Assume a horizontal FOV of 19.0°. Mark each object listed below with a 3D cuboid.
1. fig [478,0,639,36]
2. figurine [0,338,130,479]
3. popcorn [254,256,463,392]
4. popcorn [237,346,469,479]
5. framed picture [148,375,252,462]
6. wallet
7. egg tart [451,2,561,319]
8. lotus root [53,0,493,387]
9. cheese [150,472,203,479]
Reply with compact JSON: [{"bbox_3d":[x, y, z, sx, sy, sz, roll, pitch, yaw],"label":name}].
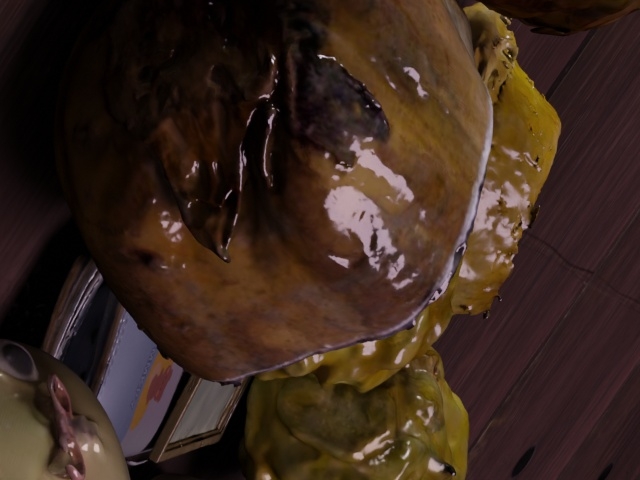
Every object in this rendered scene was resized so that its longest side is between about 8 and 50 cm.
[{"bbox_3d":[0.241,-0.248,1.141,0.286,0.369,0.286,11,90,-69],"label":"fig"},{"bbox_3d":[-0.268,0.130,0.993,0.274,0.226,0.394,-26,152,7],"label":"figurine"},{"bbox_3d":[0.001,0.000,1.231,0.197,0.197,0.155,-50,-170,-10],"label":"popcorn"},{"bbox_3d":[0.041,0.167,1.601,0.233,0.192,0.266,-6,104,-59],"label":"popcorn"},{"bbox_3d":[-0.072,0.099,1.442,0.136,0.010,0.201,-63,171,3],"label":"framed picture"},{"bbox_3d":[-0.132,0.075,1.286,0.170,0.069,0.231,-65,168,1],"label":"wallet"},{"bbox_3d":[0.104,-0.038,1.428,0.295,0.116,0.295,19,90,-87],"label":"egg tart"},{"bbox_3d":[-0.042,-0.064,1.059,0.272,0.272,0.192,-53,144,-2],"label":"lotus root"},{"bbox_3d":[-0.076,0.289,1.533,0.117,0.218,0.235,-50,137,-19],"label":"cheese"}]
